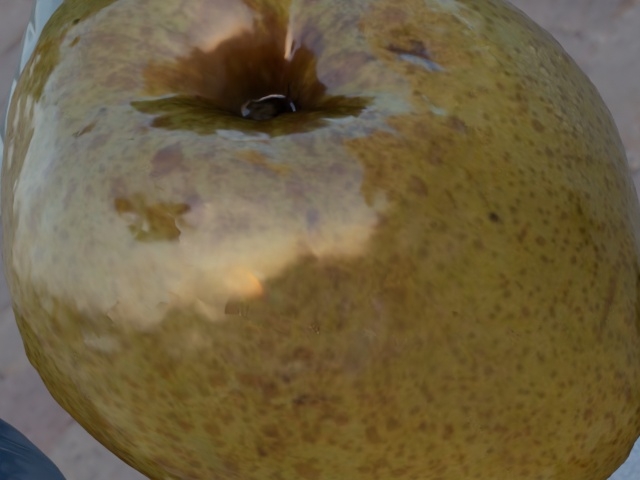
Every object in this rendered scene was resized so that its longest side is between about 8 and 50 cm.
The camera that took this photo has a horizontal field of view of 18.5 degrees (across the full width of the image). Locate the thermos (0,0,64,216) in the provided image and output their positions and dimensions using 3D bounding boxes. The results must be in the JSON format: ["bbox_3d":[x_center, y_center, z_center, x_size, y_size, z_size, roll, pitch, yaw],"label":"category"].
[{"bbox_3d":[-0.082,-0.124,1.125,0.145,0.182,0.286,-29,-34,-55],"label":"thermos"}]

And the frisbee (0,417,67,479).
[{"bbox_3d":[-0.235,0.206,1.072,0.049,0.289,0.289,-38,18,52],"label":"frisbee"}]

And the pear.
[{"bbox_3d":[0.000,0.000,0.644,0.228,0.211,0.188,19,73,25],"label":"pear"}]

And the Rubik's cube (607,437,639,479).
[{"bbox_3d":[0.215,0.139,0.838,0.229,0.228,0.233,-17,2,-29],"label":"Rubik's cube"}]
